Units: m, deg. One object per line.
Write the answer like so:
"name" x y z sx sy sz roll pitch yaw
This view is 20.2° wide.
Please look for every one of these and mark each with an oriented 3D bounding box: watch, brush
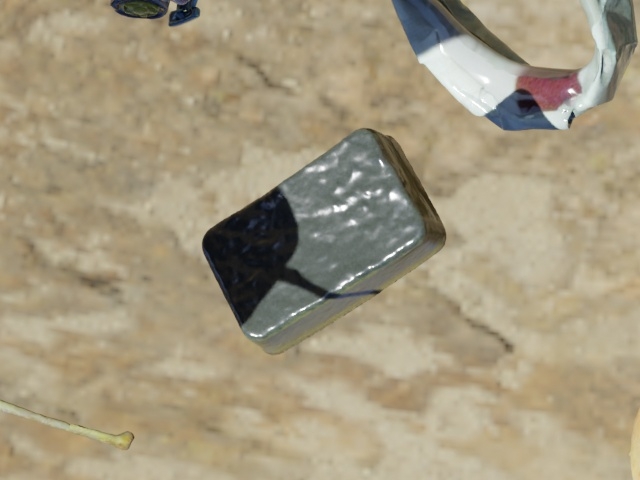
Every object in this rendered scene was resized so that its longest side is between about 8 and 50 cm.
"watch" 0.188 -0.232 1.774 0.253 0.162 0.241 15 129 30
"brush" 0.000 0.000 1.555 0.197 0.123 0.059 -34 157 12

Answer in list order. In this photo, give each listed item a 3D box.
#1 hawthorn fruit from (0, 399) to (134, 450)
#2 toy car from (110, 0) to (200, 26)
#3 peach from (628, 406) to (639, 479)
"hawthorn fruit" -0.272 0.101 1.233 0.285 0.165 0.165 19 157 20
"toy car" -0.093 -0.244 1.453 0.161 0.126 0.098 -10 161 38
"peach" 0.386 0.176 1.561 0.232 0.232 0.232 6 153 3
